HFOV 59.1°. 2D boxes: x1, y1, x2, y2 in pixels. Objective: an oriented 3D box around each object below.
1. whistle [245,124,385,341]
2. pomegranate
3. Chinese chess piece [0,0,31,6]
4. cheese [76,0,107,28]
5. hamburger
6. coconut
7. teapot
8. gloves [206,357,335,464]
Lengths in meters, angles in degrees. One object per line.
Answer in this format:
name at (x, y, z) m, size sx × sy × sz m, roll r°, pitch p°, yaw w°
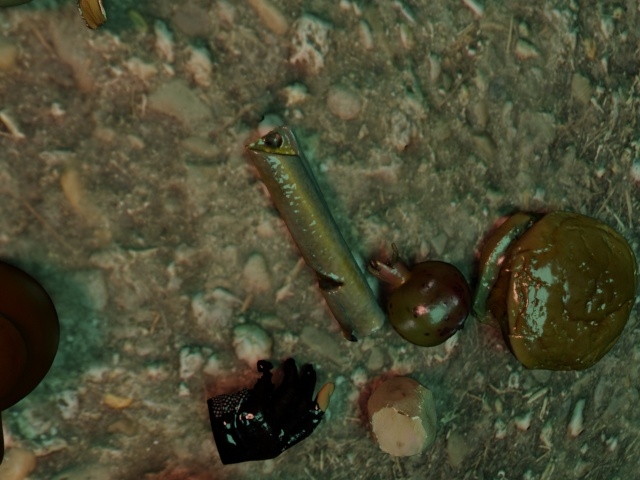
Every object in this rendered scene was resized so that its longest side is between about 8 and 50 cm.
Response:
whistle at (-0.001, 0.000, 0.760) m, size 0.068 × 0.057 × 0.326 m, roll -34°, pitch 115°, yaw -17°
pomegranate at (0.149, 0.074, 0.825) m, size 0.129 × 0.129 × 0.159 m, roll -23°, pitch 81°, yaw -19°
Chinese chess piece at (-0.314, -0.296, 0.527) m, size 0.144 × 0.058 × 0.144 m, roll -7°, pitch 107°, yaw -24°
cheese at (-0.220, -0.265, 0.584) m, size 0.041 × 0.060 × 0.084 m, roll 39°, pitch 78°, yaw -28°
hamburger at (0.396, 0.086, 0.933) m, size 0.284 × 0.134 × 0.266 m, roll 2°, pitch 105°, yaw -28°
coconut at (0.125, 0.279, 0.866) m, size 0.110 × 0.110 × 0.125 m, roll -18°, pitch 107°, yaw -21°
teapot at (-0.362, 0.129, 0.576) m, size 0.178 × 0.135 × 0.252 m, roll -8°, pitch 106°, yaw -20°
gloves at (-0.056, 0.234, 0.768) m, size 0.180 × 0.106 × 0.129 m, roll -15°, pitch 108°, yaw -18°
